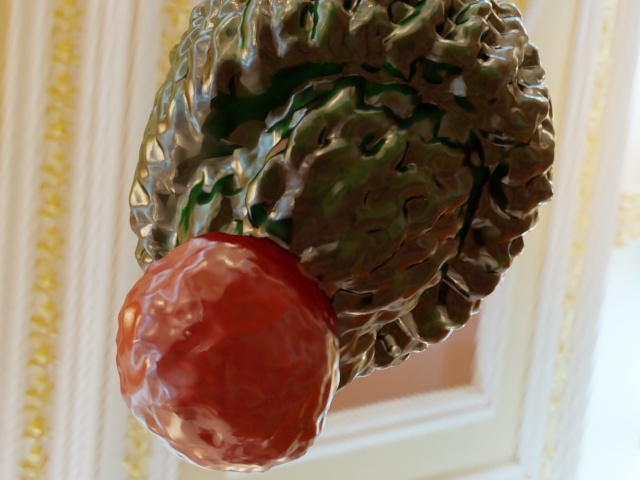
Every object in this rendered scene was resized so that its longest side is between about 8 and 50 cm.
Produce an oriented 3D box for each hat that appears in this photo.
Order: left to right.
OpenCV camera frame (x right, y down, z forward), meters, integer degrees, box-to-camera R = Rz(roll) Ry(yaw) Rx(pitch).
[{"bbox_3d":[0.000,0.000,0.903,0.332,0.242,0.274,-70,-11,-55],"label":"hat"}]
